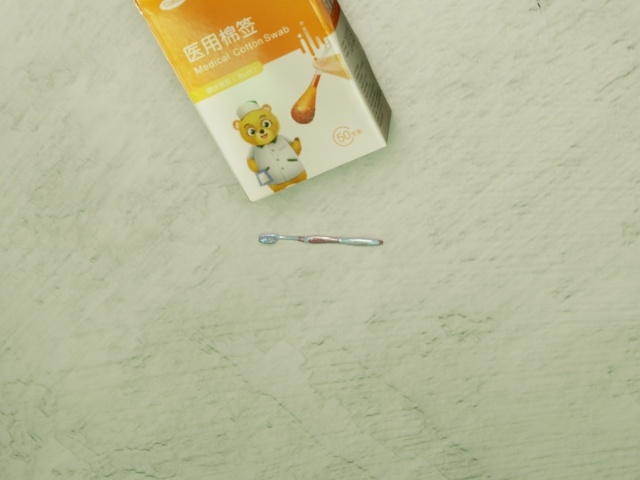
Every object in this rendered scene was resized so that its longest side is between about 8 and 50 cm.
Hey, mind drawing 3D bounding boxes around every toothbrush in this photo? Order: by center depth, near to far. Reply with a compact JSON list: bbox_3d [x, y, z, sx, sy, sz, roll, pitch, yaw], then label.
[{"bbox_3d":[0.000,0.000,1.845,0.193,0.019,0.013,2,116,4],"label":"toothbrush"}]

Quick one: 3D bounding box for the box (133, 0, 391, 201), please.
[{"bbox_3d":[-0.071,-0.256,1.653,0.224,0.143,0.341,-22,113,17],"label":"box"}]
